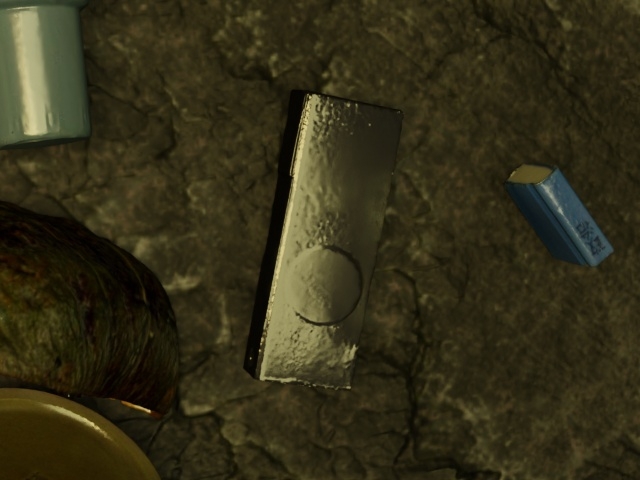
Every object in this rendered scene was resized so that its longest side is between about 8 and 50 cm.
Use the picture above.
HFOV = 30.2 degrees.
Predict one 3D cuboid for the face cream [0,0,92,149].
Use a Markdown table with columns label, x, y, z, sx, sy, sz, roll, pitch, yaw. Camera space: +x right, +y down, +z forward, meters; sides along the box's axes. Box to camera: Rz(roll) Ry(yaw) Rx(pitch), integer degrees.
| label | x | y | z | sx | sy | sz | roll | pitch | yaw |
| --- | --- | --- | --- | --- | --- | --- | --- | --- | --- |
| face cream | -0.210 | -0.255 | 0.791 | 0.135 | 0.086 | 0.385 | -8 | 93 | -16 |

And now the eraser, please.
| label | x | y | z | sx | sy | sz | roll | pitch | yaw |
| --- | --- | --- | --- | --- | --- | --- | --- | --- | --- |
| eraser | 0.188 | -0.020 | 0.945 | 0.027 | 0.063 | 0.085 | -40 | 106 | -9 |

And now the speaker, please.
| label | x | y | z | sx | sy | sz | roll | pitch | yaw |
| --- | --- | --- | --- | --- | --- | --- | --- | --- | --- |
| speaker | 0.000 | 0.000 | 0.899 | 0.082 | 0.044 | 0.218 | 10 | 93 | -18 |

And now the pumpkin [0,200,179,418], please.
| label | x | y | z | sx | sy | sz | roll | pitch | yaw |
| --- | --- | --- | --- | --- | --- | --- | --- | --- | --- |
| pumpkin | -0.191 | 0.040 | 0.783 | 0.278 | 0.163 | 0.111 | 27 | 89 | -19 |

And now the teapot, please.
| label | x | y | z | sx | sy | sz | roll | pitch | yaw |
| --- | --- | --- | --- | --- | --- | --- | --- | --- | --- |
| teapot | -0.225 | 0.212 | 0.796 | 0.267 | 0.185 | 0.175 | 38 | 116 | 12 |
